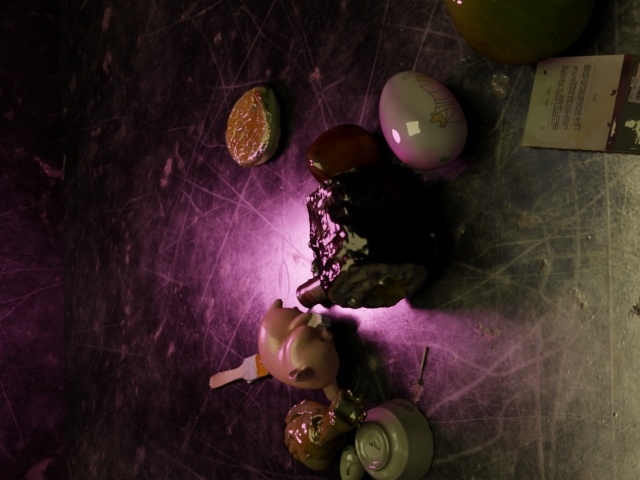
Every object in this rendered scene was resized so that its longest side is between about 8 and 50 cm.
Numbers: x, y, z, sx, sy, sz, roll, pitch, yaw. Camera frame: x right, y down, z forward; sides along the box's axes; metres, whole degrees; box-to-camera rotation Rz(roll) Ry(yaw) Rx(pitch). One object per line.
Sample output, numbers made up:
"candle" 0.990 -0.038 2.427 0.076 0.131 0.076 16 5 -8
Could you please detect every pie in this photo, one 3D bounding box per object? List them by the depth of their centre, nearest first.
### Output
"pie" -0.215 -0.362 2.349 0.277 0.078 0.277 -11 76 53

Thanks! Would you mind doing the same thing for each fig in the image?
"fig" 0.388 -0.515 1.488 0.316 0.316 0.316 -8 79 48

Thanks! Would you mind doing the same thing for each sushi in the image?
"sushi" 0.125 -0.012 1.750 0.299 0.281 0.294 -39 51 47

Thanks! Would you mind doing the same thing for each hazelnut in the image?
"hazelnut" 0.054 -0.210 1.915 0.208 0.208 0.208 -8 79 48

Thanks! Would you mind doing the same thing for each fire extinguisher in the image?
"fire extinguisher" 0.033 0.123 1.981 0.252 0.075 0.106 -31 32 42

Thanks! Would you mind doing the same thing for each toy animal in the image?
"toy animal" -0.047 0.296 1.994 0.256 0.195 0.213 13 73 49

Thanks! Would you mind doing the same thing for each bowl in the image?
"bowl" 0.161 0.495 1.772 0.211 0.112 0.211 -5 83 49

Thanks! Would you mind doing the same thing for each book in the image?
"book" 0.552 -0.281 1.487 0.289 0.026 0.201 15 96 49

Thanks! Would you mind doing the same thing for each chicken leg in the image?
"chicken leg" 0.015 0.467 1.840 0.429 0.153 0.201 124 158 -59

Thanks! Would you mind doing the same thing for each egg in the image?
"egg" 0.240 -0.290 1.725 0.196 0.196 0.271 -37 48 40

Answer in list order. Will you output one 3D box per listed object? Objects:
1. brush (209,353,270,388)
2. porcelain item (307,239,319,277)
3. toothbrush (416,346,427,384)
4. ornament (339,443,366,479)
"brush" -0.264 0.427 2.335 0.336 0.020 0.085 -25 67 45
"porcelain item" 0.000 0.000 2.016 0.081 0.069 0.215 -12 63 53
"toothbrush" 0.247 0.306 1.773 0.006 0.008 0.097 15 96 35
"ornament" 0.082 0.604 1.872 0.075 0.081 0.156 10 96 30
